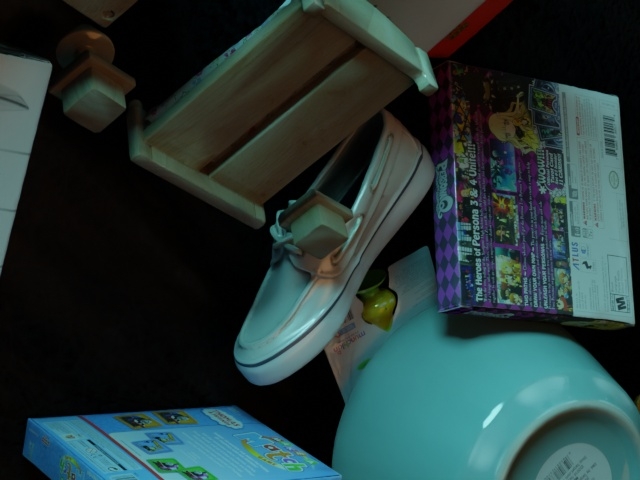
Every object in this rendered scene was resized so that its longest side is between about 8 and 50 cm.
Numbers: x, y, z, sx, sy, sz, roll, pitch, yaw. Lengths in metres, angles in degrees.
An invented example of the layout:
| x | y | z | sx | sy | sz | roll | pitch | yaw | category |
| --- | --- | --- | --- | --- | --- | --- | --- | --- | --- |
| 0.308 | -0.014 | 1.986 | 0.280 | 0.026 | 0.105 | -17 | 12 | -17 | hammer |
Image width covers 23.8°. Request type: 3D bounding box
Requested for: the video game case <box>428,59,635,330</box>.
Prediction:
| x | y | z | sx | sy | sz | roll | pitch | yaw | category |
| --- | --- | --- | --- | --- | --- | --- | --- | --- | --- |
| 0.198 | -0.038 | 1.417 | 0.210 | 0.042 | 0.232 | 7 | 74 | -32 | video game case |

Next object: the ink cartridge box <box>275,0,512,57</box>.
| x | y | z | sx | sy | sz | roll | pitch | yaw | category |
| --- | --- | --- | --- | --- | --- | --- | --- | --- | --- |
| 0.107 | -0.204 | 1.243 | 0.239 | 0.275 | 0.060 | -1 | 64 | -38 | ink cartridge box |

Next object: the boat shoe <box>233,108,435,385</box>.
| x | y | z | sx | sy | sz | roll | pitch | yaw | category |
| --- | --- | --- | --- | --- | --- | --- | --- | --- | --- |
| 0.000 | 0.000 | 1.326 | 0.267 | 0.096 | 0.088 | -52 | 126 | -14 | boat shoe |

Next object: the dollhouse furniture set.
| x | y | z | sx | sy | sz | roll | pitch | yaw | category |
| --- | --- | --- | --- | --- | --- | --- | --- | --- | --- |
| -0.024 | -0.191 | 1.141 | 0.303 | 0.174 | 0.355 | -36 | 135 | 26 | dollhouse furniture set |

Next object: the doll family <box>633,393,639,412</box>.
| x | y | z | sx | sy | sz | roll | pitch | yaw | category |
| --- | --- | --- | --- | --- | --- | --- | --- | --- | --- |
| 0.361 | 0.252 | 1.691 | 0.263 | 0.118 | 0.163 | 31 | 85 | -41 | doll family |

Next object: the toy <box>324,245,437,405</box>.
| x | y | z | sx | sy | sz | roll | pitch | yaw | category |
| --- | --- | --- | --- | --- | --- | --- | --- | --- | --- |
| 0.072 | 0.133 | 1.457 | 0.137 | 0.056 | 0.237 | -30 | 118 | -23 | toy |

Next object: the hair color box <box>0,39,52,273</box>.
| x | y | z | sx | sy | sz | roll | pitch | yaw | category |
| --- | --- | --- | --- | --- | --- | --- | --- | --- | --- |
| -0.327 | 0.011 | 1.057 | 0.185 | 0.110 | 0.339 | 9 | 102 | -39 | hair color box |

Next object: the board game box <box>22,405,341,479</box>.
| x | y | z | sx | sy | sz | roll | pitch | yaw | category |
| --- | --- | --- | --- | --- | --- | --- | --- | --- | --- |
| -0.114 | 0.185 | 1.256 | 0.211 | 0.160 | 0.039 | 0 | 107 | -39 | board game box |

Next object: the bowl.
| x | y | z | sx | sy | sz | roll | pitch | yaw | category |
| --- | --- | --- | --- | --- | --- | --- | --- | --- | --- |
| 0.182 | 0.214 | 1.403 | 0.311 | 0.163 | 0.311 | -5 | 101 | -28 | bowl |
